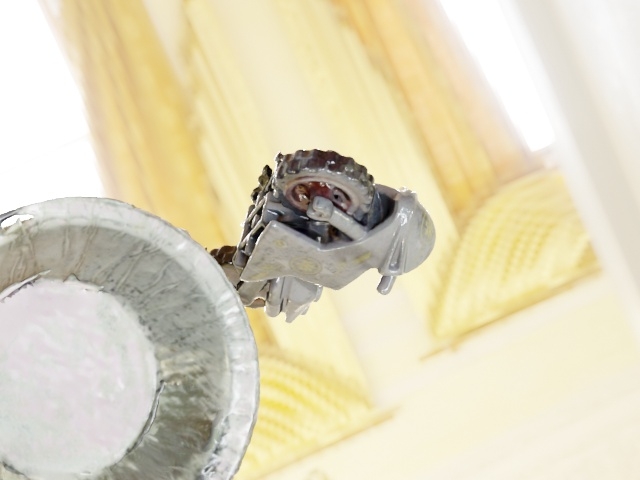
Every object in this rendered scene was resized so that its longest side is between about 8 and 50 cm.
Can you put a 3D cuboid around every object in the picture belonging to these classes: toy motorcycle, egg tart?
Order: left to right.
[{"bbox_3d":[-0.152,0.087,1.167,0.234,0.234,0.094,-24,175,3],"label":"egg tart"},{"bbox_3d":[0.000,0.000,1.276,0.215,0.122,0.080,132,-25,-57],"label":"toy motorcycle"}]
